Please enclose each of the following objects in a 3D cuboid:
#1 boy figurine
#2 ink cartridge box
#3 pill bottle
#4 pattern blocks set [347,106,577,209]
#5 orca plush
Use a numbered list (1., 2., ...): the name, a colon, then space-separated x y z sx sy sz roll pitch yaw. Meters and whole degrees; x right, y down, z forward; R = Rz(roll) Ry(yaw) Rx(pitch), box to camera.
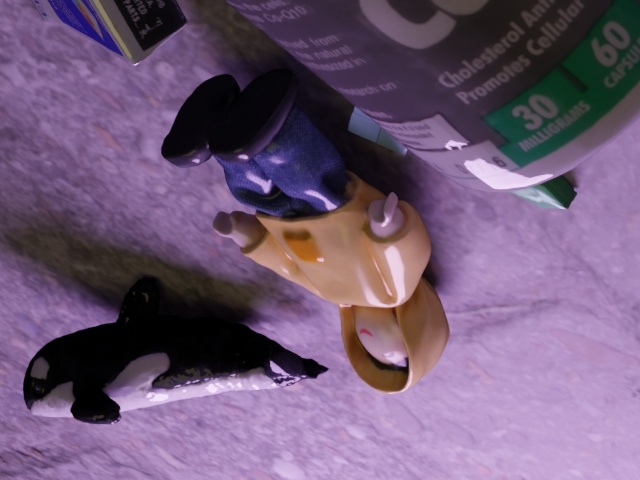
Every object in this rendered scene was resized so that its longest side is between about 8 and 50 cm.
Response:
1. boy figurine: 0.000 0.000 1.350 0.177 0.092 0.285 1 139 39
2. ink cartridge box: -0.163 -0.202 1.003 0.206 0.045 0.208 60 168 -22
3. pill bottle: 0.010 -0.198 0.888 0.361 0.204 0.204 36 148 -29
4. pattern blocks set: 0.116 -0.133 1.146 0.285 0.026 0.325 19 146 14
5. orca plush: -0.141 0.085 1.570 0.287 0.151 0.102 -4 104 44
